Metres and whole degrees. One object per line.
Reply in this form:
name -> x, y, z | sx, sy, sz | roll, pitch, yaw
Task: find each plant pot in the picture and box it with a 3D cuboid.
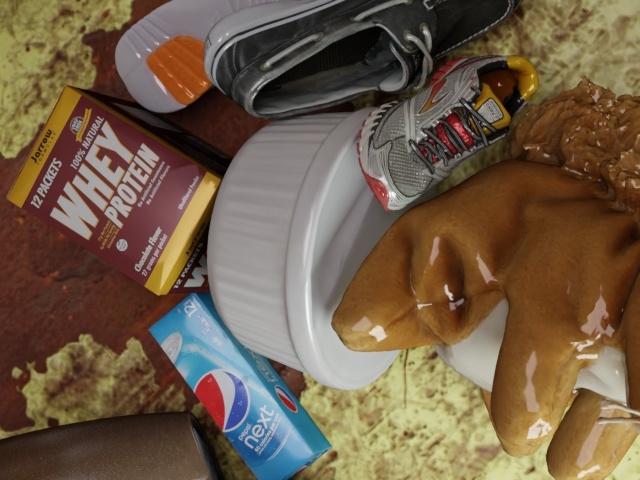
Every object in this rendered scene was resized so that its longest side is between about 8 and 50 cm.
plant pot -> -0.218, 0.268, 1.628 | 0.230, 0.215, 0.215 | -23, 82, -1

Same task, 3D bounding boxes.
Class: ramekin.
ramekin -> 0.000, 0.000, 1.528 | 0.127, 0.273, 0.272 | 11, 92, 27

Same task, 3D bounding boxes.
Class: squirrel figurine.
squirrel figurine -> 0.283, 0.025, 1.387 | 0.370, 0.281, 0.397 | 7, 59, 53

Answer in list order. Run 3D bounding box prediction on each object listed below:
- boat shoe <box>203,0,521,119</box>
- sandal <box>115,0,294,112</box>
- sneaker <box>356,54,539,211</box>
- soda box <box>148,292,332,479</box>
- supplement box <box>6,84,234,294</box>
boat shoe -> 0.058, -0.186, 1.526 | 0.335, 0.121, 0.119 | -21, 50, -13
sandal -> -0.096, -0.216, 1.608 | 0.265, 0.076, 0.102 | -30, 87, 34
sneaker -> 0.116, -0.109, 1.446 | 0.093, 0.225, 0.088 | -9, 119, 49
soda box -> -0.083, 0.152, 1.641 | 0.067, 0.071, 0.210 | -40, 79, 12
supplement box -> -0.173, -0.048, 1.607 | 0.191, 0.194, 0.129 | 31, 98, 15
